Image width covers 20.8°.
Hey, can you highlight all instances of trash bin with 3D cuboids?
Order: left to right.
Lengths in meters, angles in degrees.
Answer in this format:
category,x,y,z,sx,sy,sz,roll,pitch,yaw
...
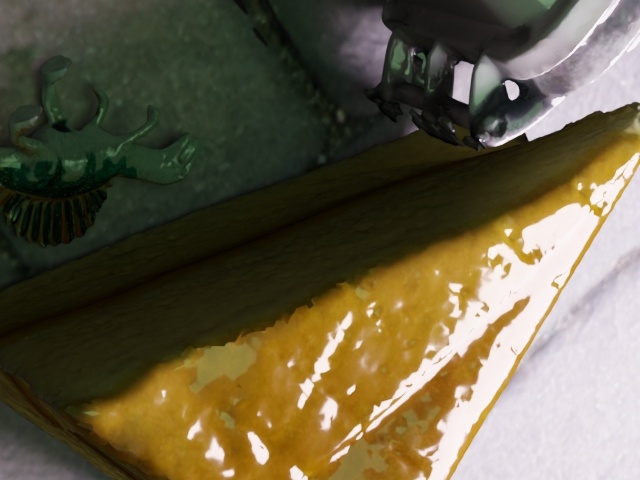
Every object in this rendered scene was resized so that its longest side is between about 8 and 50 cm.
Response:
category,x,y,z,sx,sy,sz,roll,pitch,yaw
trash bin,0.050,-0.264,0.980,0.367,0.256,0.296,40,90,-23

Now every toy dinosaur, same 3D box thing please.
category,x,y,z,sx,sy,sz,roll,pitch,yaw
toy dinosaur,-0.162,-0.038,1.024,0.187,0.044,0.106,-36,132,-19

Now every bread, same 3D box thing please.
category,x,y,z,sx,sy,sz,roll,pitch,yaw
bread,0.000,0.000,1.016,0.245,0.233,0.362,43,75,-28
